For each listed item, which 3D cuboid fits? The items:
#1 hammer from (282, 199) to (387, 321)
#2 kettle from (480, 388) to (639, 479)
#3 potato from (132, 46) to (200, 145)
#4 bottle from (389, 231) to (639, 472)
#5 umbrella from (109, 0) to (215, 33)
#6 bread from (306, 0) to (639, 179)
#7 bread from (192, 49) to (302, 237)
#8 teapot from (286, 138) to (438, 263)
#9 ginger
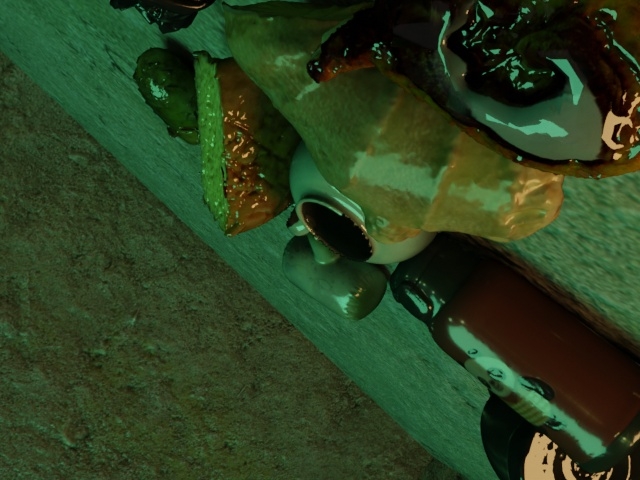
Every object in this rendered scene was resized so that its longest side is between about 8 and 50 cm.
[{"bbox_3d":[0.000,0.000,1.136,0.207,0.119,0.335,29,156,32],"label":"hammer"},{"bbox_3d":[0.322,0.289,0.985,0.251,0.207,0.271,35,174,-6],"label":"kettle"},{"bbox_3d":[-0.231,-0.225,1.052,0.117,0.090,0.225,51,173,20],"label":"potato"},{"bbox_3d":[0.239,0.122,0.803,0.336,0.144,0.144,39,166,13],"label":"bottle"},{"bbox_3d":[-0.146,-0.272,0.640,0.110,0.122,0.272,69,165,-17],"label":"umbrella"},{"bbox_3d":[0.107,-0.134,0.426,0.269,0.095,0.139,31,132,26],"label":"bread"},{"bbox_3d":[-0.093,-0.134,0.852,0.143,0.140,0.228,37,135,48],"label":"bread"},{"bbox_3d":[0.047,-0.051,0.756,0.193,0.129,0.294,47,156,-19],"label":"teapot"},{"bbox_3d":[0.048,-0.117,0.563,0.354,0.126,0.189,43,125,16],"label":"ginger"}]
